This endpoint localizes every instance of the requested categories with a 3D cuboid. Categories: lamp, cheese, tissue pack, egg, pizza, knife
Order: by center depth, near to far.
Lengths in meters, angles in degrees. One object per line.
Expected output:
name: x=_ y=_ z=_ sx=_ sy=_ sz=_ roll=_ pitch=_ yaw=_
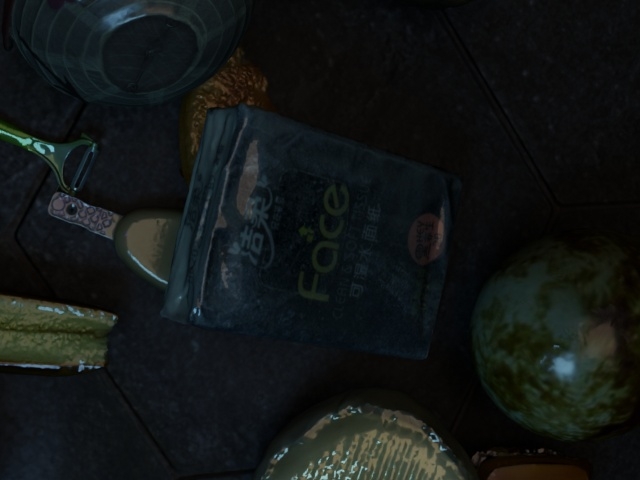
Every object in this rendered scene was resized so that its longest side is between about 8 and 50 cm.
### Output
lamp: x=-0.196 y=-0.256 z=0.941 sx=0.265 sy=0.233 sz=0.233 roll=-41 pitch=100 yaw=19
tissue pack: x=0.000 y=0.000 z=1.003 sx=0.315 sy=0.103 sz=0.228 roll=13 pitch=87 yaw=-35
knife: x=-0.332 y=-0.109 z=1.007 sx=0.166 sy=0.022 sz=0.078 roll=25 pitch=95 yaw=-12
cheese: x=-0.209 y=-0.008 z=1.028 sx=0.192 sy=0.037 sz=0.097 roll=23 pitch=84 yaw=-13
pizza: x=-0.103 y=-0.107 z=1.041 sx=0.127 sy=0.058 sz=0.246 roll=-19 pitch=95 yaw=-19
egg: x=0.309 y=0.103 z=1.054 sx=0.289 sy=0.238 sz=0.238 roll=-15 pitch=93 yaw=-31

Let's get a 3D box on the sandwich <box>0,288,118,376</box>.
sandwich: x=-0.341 y=0.096 z=0.976 sx=0.244 sy=0.088 sz=0.090 roll=7 pitch=79 yaw=-10

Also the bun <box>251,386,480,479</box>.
bun: x=0.052 y=0.311 z=1.038 sx=0.287 sy=0.146 sz=0.287 roll=0 pitch=90 yaw=1

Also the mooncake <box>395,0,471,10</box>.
mooncake: x=0.135 y=-0.379 z=1.071 sx=0.228 sy=0.124 sz=0.228 roll=-1 pitch=93 yaw=-12

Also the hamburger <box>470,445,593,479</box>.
hamburger: x=0.242 y=0.313 z=1.111 sx=0.166 sy=0.087 sz=0.137 roll=8 pitch=89 yaw=-12
